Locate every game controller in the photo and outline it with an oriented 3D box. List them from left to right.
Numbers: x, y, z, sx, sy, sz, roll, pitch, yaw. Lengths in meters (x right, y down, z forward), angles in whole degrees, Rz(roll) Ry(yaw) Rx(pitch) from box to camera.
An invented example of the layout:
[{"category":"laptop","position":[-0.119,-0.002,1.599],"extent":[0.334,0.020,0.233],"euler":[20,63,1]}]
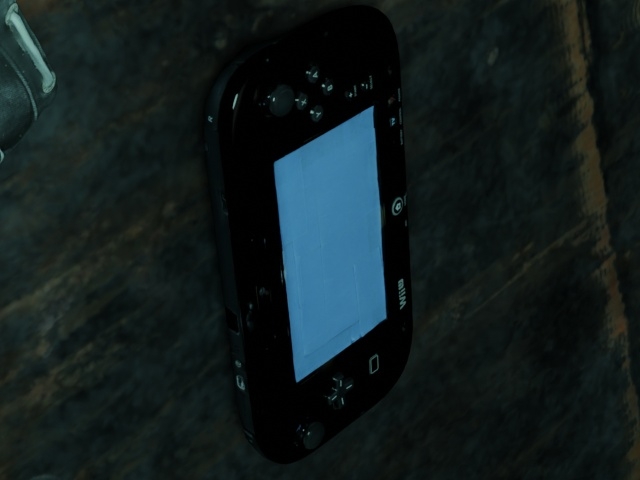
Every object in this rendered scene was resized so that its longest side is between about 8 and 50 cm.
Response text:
[{"category":"game controller","position":[0.000,0.000,1.008],"extent":[0.166,0.067,0.319],"euler":[-26,127,-31]}]

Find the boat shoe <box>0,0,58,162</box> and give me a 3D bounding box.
[{"category":"boat shoe","position":[-0.202,-0.153,0.677],"extent":[0.105,0.113,0.306],"euler":[-47,138,-23]}]
